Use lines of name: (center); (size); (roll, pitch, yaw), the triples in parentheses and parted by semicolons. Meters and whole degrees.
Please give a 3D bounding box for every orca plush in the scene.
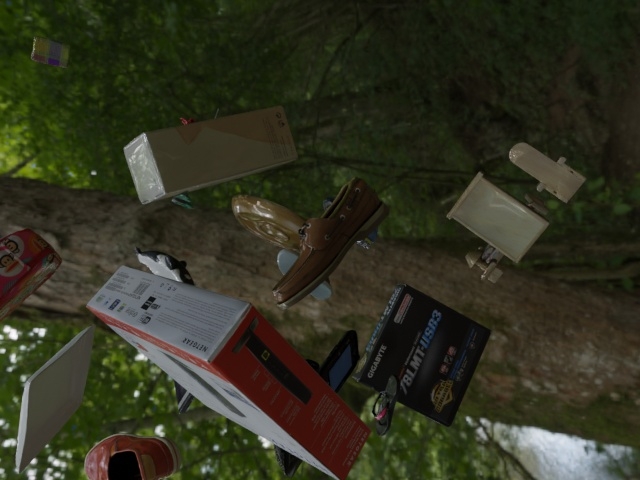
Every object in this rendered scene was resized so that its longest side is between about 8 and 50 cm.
orca plush: (-0.502, 0.101, 1.880); (0.102, 0.287, 0.151); (-18, -66, -46)

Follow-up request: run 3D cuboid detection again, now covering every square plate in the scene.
square plate: (-0.827, 0.474, 1.735); (0.344, 0.049, 0.347); (-66, -6, -68)

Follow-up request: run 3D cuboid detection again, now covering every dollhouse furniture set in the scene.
dollhouse furniture set: (0.423, -0.089, 1.284); (0.303, 0.174, 0.355); (-56, -10, 20)

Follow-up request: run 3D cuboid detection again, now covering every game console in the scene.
game console: (0.003, 0.309, 1.188); (0.361, 0.044, 0.213); (-44, -37, -52)

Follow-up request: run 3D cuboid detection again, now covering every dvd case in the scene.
dvd case: (-0.311, 0.272, 1.335); (0.164, 0.018, 0.221); (-56, 36, 22)

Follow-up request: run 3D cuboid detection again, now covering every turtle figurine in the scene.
turtle figurine: (-0.300, -0.201, 1.365); (0.175, 0.118, 0.234); (60, -132, -71)

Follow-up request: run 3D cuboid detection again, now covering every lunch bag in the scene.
lunch bag: (-0.772, 0.109, 1.346); (0.293, 0.120, 0.258); (-48, 8, -19)

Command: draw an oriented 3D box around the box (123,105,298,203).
box: (-0.220, -0.177, 1.146); (0.148, 0.311, 0.121); (-8, 101, 54)

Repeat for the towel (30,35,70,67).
towel: (-0.661, -0.462, 1.370); (0.009, 0.083, 0.060); (-129, 52, -59)

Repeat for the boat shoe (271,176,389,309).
boat shoe: (0.000, 0.000, 1.102); (0.307, 0.104, 0.111); (-46, 14, -23)

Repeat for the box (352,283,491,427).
box: (0.281, 0.312, 1.535); (0.295, 0.293, 0.073); (-62, 10, -10)

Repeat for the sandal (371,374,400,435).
sandal: (0.153, 0.402, 1.366); (0.067, 0.040, 0.179); (-116, 32, -57)

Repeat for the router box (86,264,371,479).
router box: (-0.134, 0.179, 0.792); (0.082, 0.335, 0.301); (-54, -53, -24)

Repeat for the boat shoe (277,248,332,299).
boat shoe: (-0.041, 0.065, 1.358); (0.183, 0.065, 0.083); (46, -157, -33)

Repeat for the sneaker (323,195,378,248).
sneaker: (0.086, -0.067, 1.529); (0.209, 0.069, 0.082); (43, -113, -34)

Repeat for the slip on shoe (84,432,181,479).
slip on shoe: (-0.460, 0.516, 1.292); (0.101, 0.331, 0.123); (-10, -97, -53)

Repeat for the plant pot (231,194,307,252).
plant pot: (-0.101, -0.029, 1.273); (0.236, 0.236, 0.032); (80, -147, -69)
